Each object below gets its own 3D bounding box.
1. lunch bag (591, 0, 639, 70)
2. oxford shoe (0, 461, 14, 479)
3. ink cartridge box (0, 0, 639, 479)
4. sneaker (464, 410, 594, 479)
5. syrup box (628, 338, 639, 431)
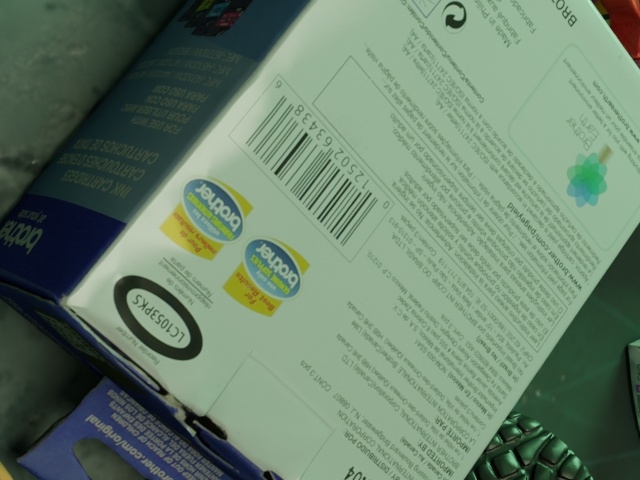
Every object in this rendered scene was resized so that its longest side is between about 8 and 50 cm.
[{"bbox_3d":[0.300,-0.183,0.949,0.258,0.120,0.293,20,81,-35],"label":"lunch bag"},{"bbox_3d":[-0.275,0.216,0.545,0.363,0.133,0.130,-48,127,-4],"label":"oxford shoe"},{"bbox_3d":[0.000,0.000,0.700,0.270,0.151,0.395,46,71,-29],"label":"ink cartridge box"},{"bbox_3d":[0.162,0.264,0.886,0.107,0.124,0.283,-23,81,-22],"label":"sneaker"},{"bbox_3d":[0.372,0.099,1.030,0.237,0.093,0.096,-21,105,-34],"label":"syrup box"}]
